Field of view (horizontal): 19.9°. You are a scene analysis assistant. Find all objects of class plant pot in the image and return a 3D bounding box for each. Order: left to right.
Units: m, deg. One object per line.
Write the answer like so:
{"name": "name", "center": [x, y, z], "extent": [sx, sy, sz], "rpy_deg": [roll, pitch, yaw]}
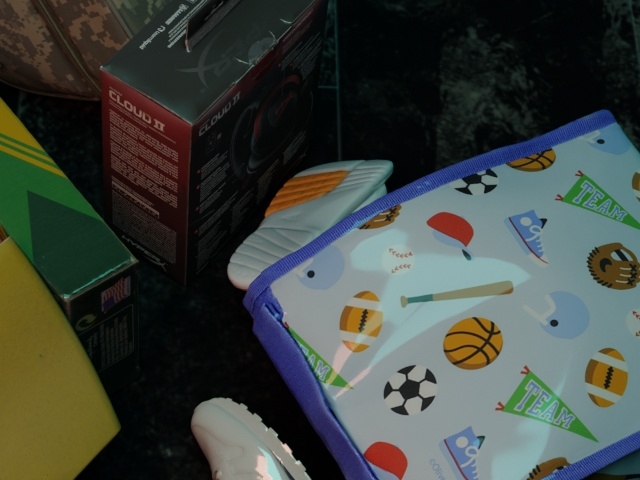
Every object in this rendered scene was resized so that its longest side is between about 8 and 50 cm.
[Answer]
{"name": "plant pot", "center": [-0.300, 0.158, 1.562], "extent": [0.187, 0.212, 0.212], "rpy_deg": [47, 59, -5]}

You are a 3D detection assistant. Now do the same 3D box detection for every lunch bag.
{"name": "lunch bag", "center": [-0.218, -0.289, 1.878], "extent": [0.256, 0.213, 0.305], "rpy_deg": [-3, 43, 42]}
{"name": "lunch bag", "center": [0.163, 0.109, 1.630], "extent": [0.385, 0.239, 0.328], "rpy_deg": [-20, 61, -27]}

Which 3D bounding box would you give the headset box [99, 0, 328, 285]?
{"name": "headset box", "center": [-0.101, -0.130, 1.729], "extent": [0.110, 0.293, 0.218], "rpy_deg": [32, 59, 16]}

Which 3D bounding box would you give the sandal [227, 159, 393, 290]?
{"name": "sandal", "center": [-0.010, 0.000, 1.769], "extent": [0.102, 0.076, 0.265], "rpy_deg": [-1, 28, 30]}

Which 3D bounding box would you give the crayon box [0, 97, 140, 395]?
{"name": "crayon box", "center": [-0.289, -0.015, 1.689], "extent": [0.081, 0.202, 0.318], "rpy_deg": [-31, 63, -23]}

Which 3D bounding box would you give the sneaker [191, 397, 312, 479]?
{"name": "sneaker", "center": [-0.051, 0.239, 1.612], "extent": [0.095, 0.090, 0.235], "rpy_deg": [-36, 64, -15]}
